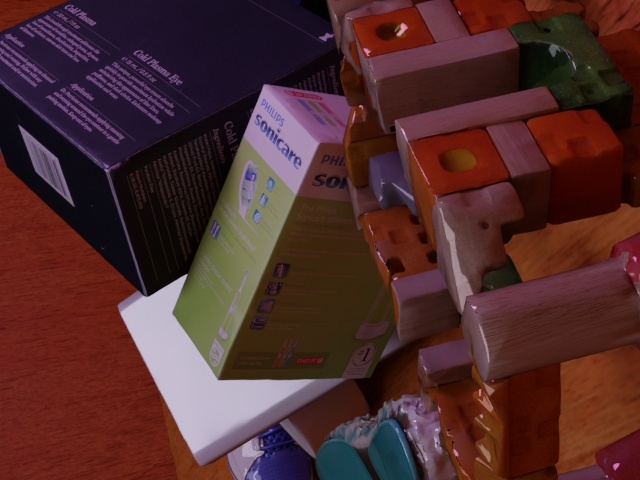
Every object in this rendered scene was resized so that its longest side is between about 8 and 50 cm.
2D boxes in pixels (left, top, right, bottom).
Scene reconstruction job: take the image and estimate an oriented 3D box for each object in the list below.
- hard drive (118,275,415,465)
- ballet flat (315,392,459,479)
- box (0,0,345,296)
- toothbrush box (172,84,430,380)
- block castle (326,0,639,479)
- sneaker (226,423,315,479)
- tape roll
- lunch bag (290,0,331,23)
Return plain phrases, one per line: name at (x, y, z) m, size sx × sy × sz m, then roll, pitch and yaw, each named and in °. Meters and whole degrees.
hard drive at (-0.061, 0.090, 1.498) m, size 0.353 × 0.047 × 0.233 m, roll -34°, pitch 78°, yaw 23°
ballet flat at (0.106, 0.243, 1.374) m, size 0.409 × 0.147 × 0.146 m, roll 132°, pitch 126°, yaw -70°
box at (-0.171, -0.150, 1.399) m, size 0.343 × 0.313 × 0.179 m, roll 37°, pitch 150°, yaw 41°
toothbrush box at (0.000, 0.000, 1.285) m, size 0.122 × 0.206 × 0.283 m, roll 50°, pitch 126°, yaw 42°
block castle at (0.161, -0.016, 0.957) m, size 0.453 × 0.213 × 0.303 m, roll -109°, pitch 7°, yaw -46°
sneaker at (-0.097, 0.255, 2.006) m, size 0.182 × 0.128 × 0.315 m, roll 101°, pitch 154°, yaw -53°
tape roll at (-0.060, 0.157, 1.689) m, size 0.286 × 0.100 × 0.286 m, roll 48°, pitch 170°, yaw 12°
lunch bag at (0.001, -0.302, 1.514) m, size 0.098 × 0.065 × 0.067 m, roll 133°, pitch 142°, yaw -69°
